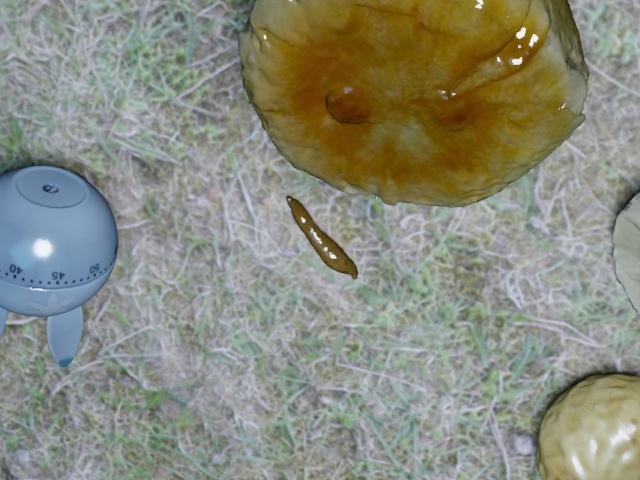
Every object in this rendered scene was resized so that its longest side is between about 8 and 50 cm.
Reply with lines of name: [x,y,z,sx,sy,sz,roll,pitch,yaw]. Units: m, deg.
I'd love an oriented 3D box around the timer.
timer: [-0.310,0.024,1.126,0.175,0.175,0.255,37,141,-3]

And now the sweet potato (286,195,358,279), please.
sweet potato: [0.000,0.000,1.103,0.026,0.026,0.115,-37,100,20]

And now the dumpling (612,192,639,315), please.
dumpling: [0.371,0.047,1.009,0.247,0.142,0.172,46,146,-14]

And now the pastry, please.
pastry: [0.075,-0.161,0.936,0.329,0.136,0.330,9,141,7]

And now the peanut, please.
peanut: [0.298,0.211,1.077,0.140,0.109,0.159,39,100,-15]
